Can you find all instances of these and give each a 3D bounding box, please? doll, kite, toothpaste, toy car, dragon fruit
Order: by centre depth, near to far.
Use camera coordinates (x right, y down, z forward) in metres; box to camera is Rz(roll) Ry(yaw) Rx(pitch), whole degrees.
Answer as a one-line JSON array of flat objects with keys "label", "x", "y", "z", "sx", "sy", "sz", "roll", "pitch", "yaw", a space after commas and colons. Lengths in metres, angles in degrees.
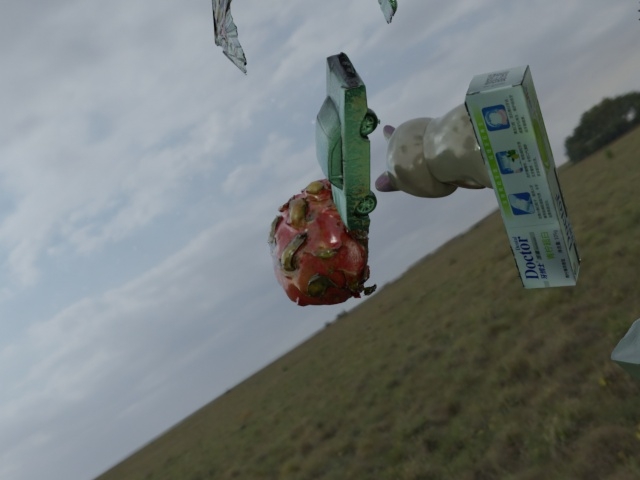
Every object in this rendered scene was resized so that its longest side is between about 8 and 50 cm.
[{"label": "toothpaste", "x": 0.291, "y": -0.080, "z": 1.142, "sx": 0.081, "sy": 0.336, "sz": 0.067, "roll": -6, "pitch": 34, "yaw": 30}, {"label": "toy car", "x": 0.044, "y": -0.175, "z": 1.488, "sx": 0.097, "sy": 0.141, "sz": 0.320, "roll": -11, "pitch": -50, "yaw": -10}, {"label": "kite", "x": -0.194, "y": -0.467, "z": 1.648, "sx": 0.013, "sy": 0.322, "sz": 0.268, "roll": -13, "pitch": -13, "yaw": -18}, {"label": "dragon fruit", "x": 0.000, "y": 0.000, "z": 1.875, "sx": 0.250, "sy": 0.291, "sz": 0.269, "roll": 1, "pitch": 17, "yaw": -2}, {"label": "doll", "x": 0.318, "y": -0.211, "z": 1.882, "sx": 0.226, "sy": 0.214, "sz": 0.370, "roll": 20, "pitch": -21, "yaw": -34}]

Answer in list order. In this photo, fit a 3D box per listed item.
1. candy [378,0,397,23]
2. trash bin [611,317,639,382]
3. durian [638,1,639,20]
[{"label": "candy", "x": 0.062, "y": -0.624, "z": 1.608, "sx": 0.172, "sy": 0.397, "sz": 0.263, "roll": -20, "pitch": 6, "yaw": 17}, {"label": "trash bin", "x": 0.909, "y": 0.338, "z": 1.947, "sx": 0.158, "sy": 0.343, "sz": 0.223, "roll": -51, "pitch": -2, "yaw": -5}, {"label": "durian", "x": 0.655, "y": -0.406, "z": 1.402, "sx": 0.166, "sy": 0.306, "sz": 0.172, "roll": -13, "pitch": 54, "yaw": 52}]
